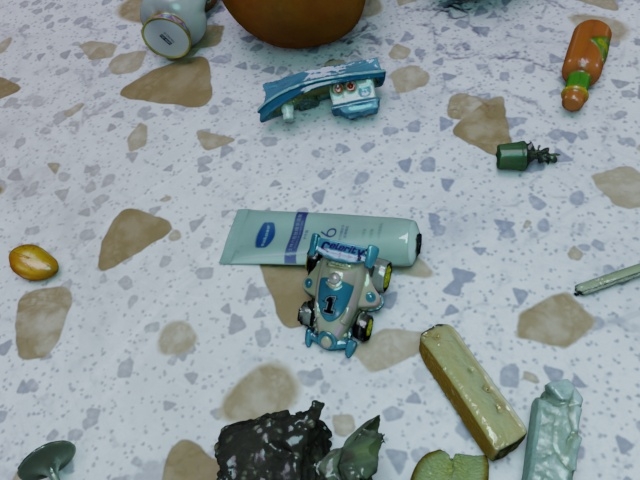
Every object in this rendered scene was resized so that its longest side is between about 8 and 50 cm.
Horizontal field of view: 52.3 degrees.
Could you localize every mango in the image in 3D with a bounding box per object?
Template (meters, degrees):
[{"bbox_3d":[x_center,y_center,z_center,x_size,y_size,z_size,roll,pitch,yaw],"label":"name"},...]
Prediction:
[{"bbox_3d":[-0.473,0.037,1.079,0.089,0.046,0.060,14,59,14],"label":"mango"}]

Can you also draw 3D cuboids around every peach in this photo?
[{"bbox_3d":[-0.053,-0.538,1.234,0.302,0.342,0.342,11,57,-3],"label":"peach"}]

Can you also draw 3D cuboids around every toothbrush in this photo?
[{"bbox_3d":[0.497,0.024,0.916,0.294,0.028,0.026,-22,37,4],"label":"toothbrush"}]

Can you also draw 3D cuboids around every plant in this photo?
[{"bbox_3d":[-0.019,0.271,0.783,0.203,0.131,0.142,-9,52,2],"label":"plant"},{"bbox_3d":[0.337,-0.136,1.049,0.102,0.051,0.051,-2,55,3],"label":"plant"}]

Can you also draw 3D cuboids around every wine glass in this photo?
[{"bbox_3d":[-0.307,0.350,0.813,0.079,0.079,0.195,-36,56,-14],"label":"wine glass"}]

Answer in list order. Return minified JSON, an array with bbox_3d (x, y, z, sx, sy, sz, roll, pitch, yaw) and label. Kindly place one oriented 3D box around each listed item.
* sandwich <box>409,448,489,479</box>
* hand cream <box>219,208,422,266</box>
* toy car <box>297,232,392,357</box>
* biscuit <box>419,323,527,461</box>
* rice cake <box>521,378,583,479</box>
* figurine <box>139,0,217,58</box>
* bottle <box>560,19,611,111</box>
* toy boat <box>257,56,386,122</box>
[{"bbox_3d":[0.130,0.341,0.732,0.090,0.088,0.244,11,59,17],"label":"sandwich"},{"bbox_3d":[0.000,0.000,1.026,0.321,0.067,0.109,2,57,20],"label":"hand cream"},{"bbox_3d":[0.021,0.074,0.917,0.126,0.098,0.161,13,76,19],"label":"toy car"},{"bbox_3d":[0.194,0.190,0.845,0.056,0.052,0.188,-19,50,-14],"label":"biscuit"},{"bbox_3d":[0.253,0.319,0.741,0.063,0.066,0.336,13,59,8],"label":"rice cake"},{"bbox_3d":[-0.296,-0.507,1.367,0.190,0.142,0.263,-16,50,28],"label":"figurine"},{"bbox_3d":[0.455,-0.299,1.130,0.069,0.069,0.187,15,62,20],"label":"bottle"},{"bbox_3d":[0.003,-0.254,1.170,0.238,0.109,0.098,-11,89,3],"label":"toy boat"}]
